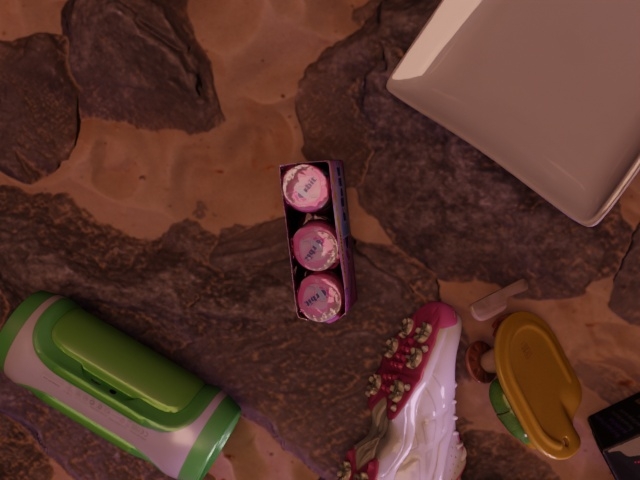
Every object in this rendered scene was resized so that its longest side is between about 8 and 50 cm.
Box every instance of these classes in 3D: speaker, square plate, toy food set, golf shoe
[{"bbox_3d":[-0.252,0.181,1.119,0.296,0.131,0.131,30,99,6],"label":"speaker"},{"bbox_3d":[0.275,-0.230,0.957,0.344,0.049,0.347,-55,47,10],"label":"square plate"},{"bbox_3d":[0.229,0.157,1.060,0.071,0.128,0.218,-23,95,46],"label":"toy food set"},{"bbox_3d":[0.121,0.225,1.086,0.140,0.115,0.306,19,95,-18],"label":"golf shoe"}]

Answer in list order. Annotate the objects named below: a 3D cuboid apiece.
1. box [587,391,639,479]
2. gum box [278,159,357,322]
[{"bbox_3d":[0.463,0.227,0.997,0.270,0.143,0.165,-29,89,11],"label":"box"},{"bbox_3d":[0.000,0.000,1.071,0.062,0.107,0.188,-6,94,10],"label":"gum box"}]
